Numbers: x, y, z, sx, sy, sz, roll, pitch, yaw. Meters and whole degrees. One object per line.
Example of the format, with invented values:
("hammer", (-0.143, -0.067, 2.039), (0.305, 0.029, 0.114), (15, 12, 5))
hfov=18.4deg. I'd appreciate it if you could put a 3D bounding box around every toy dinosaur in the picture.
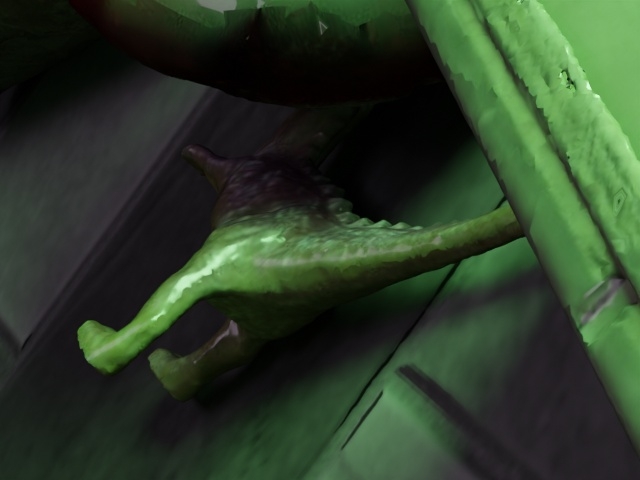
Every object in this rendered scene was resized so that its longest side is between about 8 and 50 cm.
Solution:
("toy dinosaur", (-0.003, -0.003, 0.806), (0.200, 0.072, 0.251), (-42, 19, 1))

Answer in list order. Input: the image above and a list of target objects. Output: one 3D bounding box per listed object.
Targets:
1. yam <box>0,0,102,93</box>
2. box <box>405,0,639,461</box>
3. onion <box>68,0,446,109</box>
("yam", (-0.161, -0.185, 1.127), (0.304, 0.168, 0.168), (-20, 44, 47))
("box", (0.205, -0.099, 0.489), (0.344, 0.177, 0.352), (-44, 30, 17))
("onion", (0.006, -0.174, 0.844), (0.272, 0.272, 0.195), (-58, -12, -6))
